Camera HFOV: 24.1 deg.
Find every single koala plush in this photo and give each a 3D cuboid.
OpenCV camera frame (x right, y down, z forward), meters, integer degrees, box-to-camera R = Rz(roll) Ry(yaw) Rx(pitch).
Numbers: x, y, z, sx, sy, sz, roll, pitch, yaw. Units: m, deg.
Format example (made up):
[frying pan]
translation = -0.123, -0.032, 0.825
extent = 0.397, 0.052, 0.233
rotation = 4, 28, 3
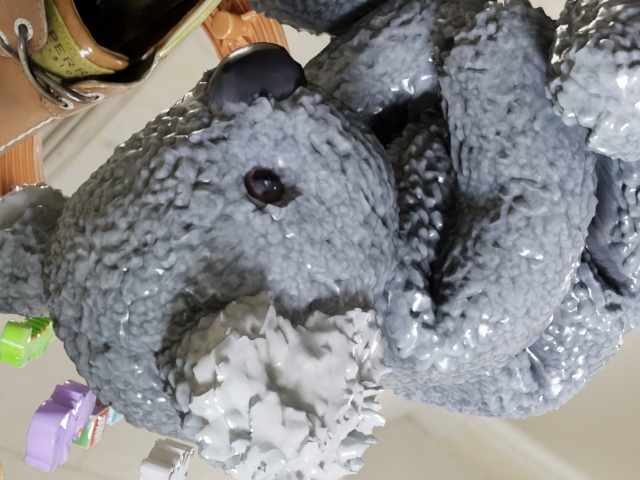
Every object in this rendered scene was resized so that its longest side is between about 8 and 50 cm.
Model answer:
[koala plush]
translation = 0.000, 0.000, 0.513
extent = 0.196, 0.203, 0.221
rotation = 28, -142, 35

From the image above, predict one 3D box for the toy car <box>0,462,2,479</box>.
[toy car]
translation = -0.250, 0.080, 0.602
extent = 0.219, 0.238, 0.210
rotation = -122, 28, -75

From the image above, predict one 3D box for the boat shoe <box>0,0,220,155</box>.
[boat shoe]
translation = -0.135, -0.120, 0.755
extent = 0.111, 0.307, 0.104
rotation = 37, -161, -37

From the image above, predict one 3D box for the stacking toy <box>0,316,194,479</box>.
[stacking toy]
translation = -0.135, 0.091, 0.877
extent = 0.167, 0.052, 0.221
rotation = 18, -165, 10

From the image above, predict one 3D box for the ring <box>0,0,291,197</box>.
[ring]
translation = -0.152, -0.080, 1.141
extent = 0.032, 0.336, 0.336
rotation = 1, -128, -50
